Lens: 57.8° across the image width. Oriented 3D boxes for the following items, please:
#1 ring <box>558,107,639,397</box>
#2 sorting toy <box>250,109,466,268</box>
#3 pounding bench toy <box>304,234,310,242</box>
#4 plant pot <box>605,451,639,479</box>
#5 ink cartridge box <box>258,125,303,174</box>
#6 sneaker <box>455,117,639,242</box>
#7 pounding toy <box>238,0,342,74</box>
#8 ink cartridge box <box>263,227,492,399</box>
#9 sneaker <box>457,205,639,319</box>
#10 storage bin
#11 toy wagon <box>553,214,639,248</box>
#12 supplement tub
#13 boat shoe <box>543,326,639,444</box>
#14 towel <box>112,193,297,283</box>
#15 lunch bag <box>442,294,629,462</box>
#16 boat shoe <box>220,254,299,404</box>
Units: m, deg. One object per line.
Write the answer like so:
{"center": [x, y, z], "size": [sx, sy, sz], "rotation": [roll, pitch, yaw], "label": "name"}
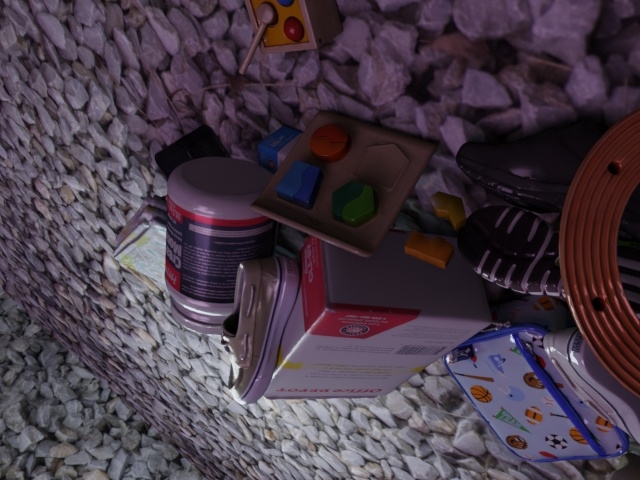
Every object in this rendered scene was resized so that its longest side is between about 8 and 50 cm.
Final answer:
{"center": [0.401, 0.015, 0.604], "size": [0.336, 0.336, 0.032], "rotation": [47, 172, -3], "label": "ring"}
{"center": [0.074, -0.083, 0.851], "size": [0.307, 0.229, 0.041], "rotation": [23, 155, 25], "label": "sorting toy"}
{"center": [0.000, 0.000, 0.979], "size": [0.052, 0.083, 0.065], "rotation": [23, 137, 22], "label": "pounding bench toy"}
{"center": [0.581, 0.513, 0.905], "size": [0.305, 0.334, 0.333], "rotation": [29, 140, 37], "label": "plant pot"}
{"center": [-0.011, -0.102, 1.030], "size": [0.191, 0.082, 0.139], "rotation": [26, 138, 24], "label": "ink cartridge box"}
{"center": [0.305, -0.096, 0.746], "size": [0.109, 0.130, 0.286], "rotation": [20, -174, -44], "label": "sneaker"}
{"center": [-0.060, -0.328, 0.854], "size": [0.141, 0.100, 0.130], "rotation": [8, 128, 37], "label": "pounding toy"}
{"center": [0.062, 0.143, 1.016], "size": [0.279, 0.160, 0.384], "rotation": [6, 146, -21], "label": "ink cartridge box"}
{"center": [0.317, 0.054, 0.759], "size": [0.162, 0.106, 0.281], "rotation": [38, 174, -41], "label": "sneaker"}
{"center": [-0.243, -0.133, 1.205], "size": [0.122, 0.084, 0.180], "rotation": [-13, 114, 47], "label": "storage bin"}
{"center": [0.469, 0.082, 0.779], "size": [0.344, 0.068, 0.267], "rotation": [49, 142, -5], "label": "toy wagon"}
{"center": [-0.173, 0.009, 1.014], "size": [0.191, 0.191, 0.272], "rotation": [24, 122, 24], "label": "supplement tub"}
{"center": [0.422, 0.217, 0.836], "size": [0.267, 0.096, 0.088], "rotation": [38, 163, -19], "label": "boat shoe"}
{"center": [-0.253, 0.043, 1.282], "size": [0.374, 0.090, 0.320], "rotation": [30, 151, -22], "label": "towel"}
{"center": [0.364, 0.235, 0.977], "size": [0.303, 0.115, 0.243], "rotation": [51, 139, -10], "label": "lunch bag"}
{"center": [-0.119, 0.148, 0.964], "size": [0.109, 0.094, 0.302], "rotation": [-116, 38, -56], "label": "boat shoe"}
